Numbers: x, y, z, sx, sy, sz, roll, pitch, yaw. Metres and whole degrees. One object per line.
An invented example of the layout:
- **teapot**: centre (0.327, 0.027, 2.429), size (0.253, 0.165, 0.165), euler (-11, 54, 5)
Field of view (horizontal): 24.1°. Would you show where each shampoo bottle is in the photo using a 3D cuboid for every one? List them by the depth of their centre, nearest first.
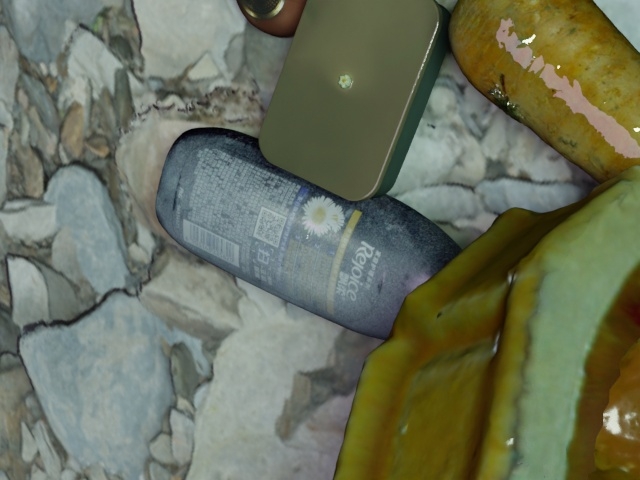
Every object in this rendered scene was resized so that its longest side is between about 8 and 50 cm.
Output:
- **shampoo bottle**: centre (0.000, 0.000, 0.915), size (0.234, 0.049, 0.087), euler (24, 108, 31)

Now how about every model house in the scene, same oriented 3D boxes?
- **model house**: centre (0.089, 0.120, 0.751), size (0.239, 0.173, 0.268), euler (-21, 45, 54)

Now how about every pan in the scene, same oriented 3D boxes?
- **pan**: centre (-0.014, -0.168, 0.902), size (0.115, 0.023, 0.068), euler (-34, 79, 38)

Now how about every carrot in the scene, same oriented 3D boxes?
- **carrot**: centre (0.185, -0.034, 0.759), size (0.298, 0.078, 0.078), euler (42, 123, 17)

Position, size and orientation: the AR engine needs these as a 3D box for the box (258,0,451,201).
- **box**: centre (0.022, -0.091, 0.872), size (0.091, 0.031, 0.126), euler (25, 101, 30)
